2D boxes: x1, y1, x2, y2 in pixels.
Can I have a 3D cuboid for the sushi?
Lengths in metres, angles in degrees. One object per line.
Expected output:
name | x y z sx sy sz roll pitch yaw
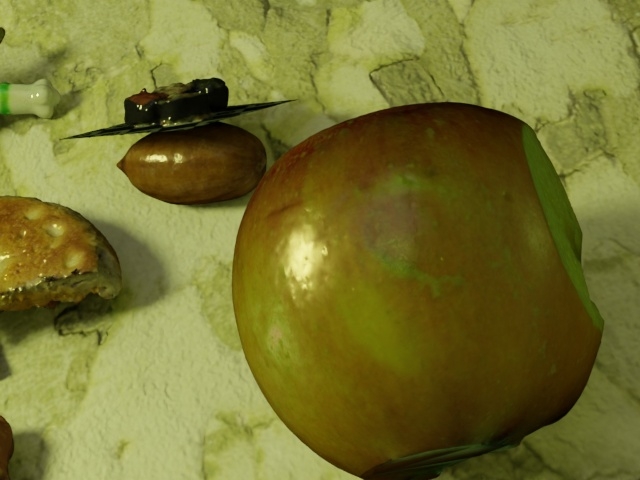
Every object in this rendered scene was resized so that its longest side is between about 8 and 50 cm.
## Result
sushi | -0.184 -0.176 1.557 0.231 0.047 0.219 -1 14 37

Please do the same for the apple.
apple | 0.108 0.055 1.194 0.384 0.374 0.374 0 32 -38

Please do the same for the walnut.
walnut | -0.165 -0.098 1.552 0.207 0.116 0.116 -3 48 16

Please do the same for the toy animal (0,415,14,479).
toy animal | -0.366 0.281 1.290 0.230 0.066 0.224 -2 51 23

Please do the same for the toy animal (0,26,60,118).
toy animal | -0.575 -0.214 1.738 0.363 0.180 0.181 -19 81 8

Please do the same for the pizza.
pizza | -0.395 0.034 1.511 0.335 0.086 0.226 16 49 30
